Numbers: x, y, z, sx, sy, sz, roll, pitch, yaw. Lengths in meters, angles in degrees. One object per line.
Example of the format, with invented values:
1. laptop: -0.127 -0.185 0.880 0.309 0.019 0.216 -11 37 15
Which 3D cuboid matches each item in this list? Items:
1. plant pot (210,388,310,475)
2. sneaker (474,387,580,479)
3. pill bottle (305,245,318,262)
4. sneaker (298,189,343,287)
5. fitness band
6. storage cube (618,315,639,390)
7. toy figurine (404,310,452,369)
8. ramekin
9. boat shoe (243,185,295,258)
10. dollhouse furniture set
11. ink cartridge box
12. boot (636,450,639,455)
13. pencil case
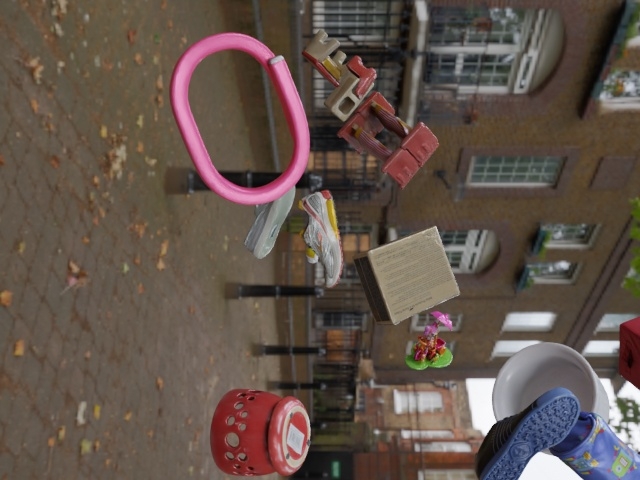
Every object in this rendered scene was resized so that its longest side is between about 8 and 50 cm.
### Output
1. plant pot: -0.126 0.431 1.495 0.191 0.174 0.191 -6 90 -66
2. sneaker: 0.335 0.320 1.115 0.232 0.081 0.090 -55 -166 20
3. pill bottle: -0.018 0.024 1.857 0.043 0.043 0.083 -90 -173 -47
4. sneaker: 0.000 0.000 1.541 0.088 0.092 0.226 -118 -163 -86
5. fitness band: -0.133 -0.202 1.124 0.291 0.208 0.054 70 -13 -17
6. storage cube: 0.950 0.318 1.798 0.193 0.214 0.184 -128 -156 -61
7. toy figurine: 0.339 0.294 2.031 0.130 0.173 0.159 34 -52 41
8. ramekin: 0.591 0.412 1.693 0.135 0.277 0.277 34 43 -39
9. boat shoe: -0.141 -0.064 1.734 0.079 0.081 0.228 -15 134 -62
10. dollhouse furniture set: 0.102 -0.302 1.585 0.374 0.152 0.201 34 9 -49
11. ink cartridge box: 0.220 0.089 1.704 0.088 0.234 0.193 -17 -89 59
12. boot: 0.978 0.782 1.965 0.115 0.112 0.306 -36 -115 44
13. pencil case: 0.631 0.486 1.416 0.133 0.306 0.119 -52 -170 -10
